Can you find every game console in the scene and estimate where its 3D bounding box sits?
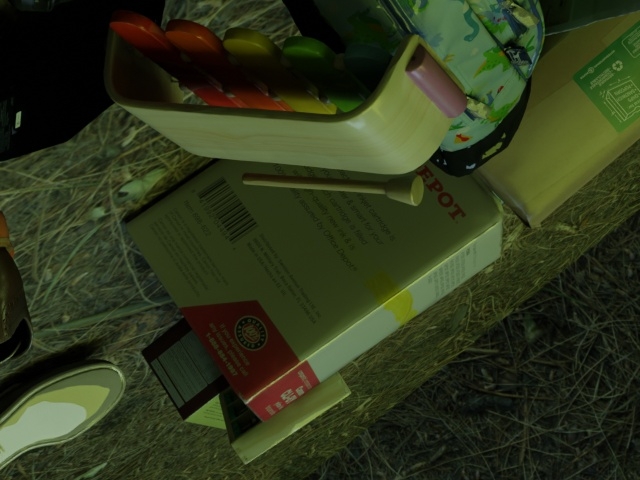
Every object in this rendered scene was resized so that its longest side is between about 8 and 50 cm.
[{"bbox_3d":[-0.206,-0.220,0.990,0.213,0.044,0.361,-36,157,-41],"label":"game console"}]

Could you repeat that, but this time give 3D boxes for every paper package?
[{"bbox_3d":[0.281,-0.223,1.397,0.325,0.309,0.168,-42,117,14],"label":"paper package"}]

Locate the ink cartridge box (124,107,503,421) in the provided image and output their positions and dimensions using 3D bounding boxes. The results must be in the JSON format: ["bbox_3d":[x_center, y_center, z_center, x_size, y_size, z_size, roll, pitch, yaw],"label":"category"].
[{"bbox_3d":[0.000,0.000,1.486,0.385,0.279,0.160,-34,160,-5],"label":"ink cartridge box"}]

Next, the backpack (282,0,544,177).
[{"bbox_3d":[0.069,-0.250,1.092,0.273,0.290,0.356,-36,151,26],"label":"backpack"}]

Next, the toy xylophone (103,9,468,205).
[{"bbox_3d":[-0.032,-0.112,1.022,0.236,0.323,0.081,42,61,-65],"label":"toy xylophone"}]

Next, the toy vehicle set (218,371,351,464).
[{"bbox_3d":[-0.056,0.213,1.634,0.166,0.035,0.267,-34,-170,-4],"label":"toy vehicle set"}]

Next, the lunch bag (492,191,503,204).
[{"bbox_3d":[0.200,-0.089,1.859,0.303,0.115,0.243,-47,155,24],"label":"lunch bag"}]

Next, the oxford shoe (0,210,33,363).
[{"bbox_3d":[-0.354,0.068,1.176,0.130,0.132,0.364,-19,177,-15],"label":"oxford shoe"}]

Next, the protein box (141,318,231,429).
[{"bbox_3d":[-0.133,0.182,1.872,0.201,0.136,0.200,-38,159,6],"label":"protein box"}]

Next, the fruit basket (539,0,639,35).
[{"bbox_3d":[0.283,-0.359,1.073,0.353,0.166,0.326,-148,-109,-84],"label":"fruit basket"}]

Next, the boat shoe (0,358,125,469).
[{"bbox_3d":[-0.435,0.256,1.649,0.335,0.095,0.112,-33,124,-20],"label":"boat shoe"}]
